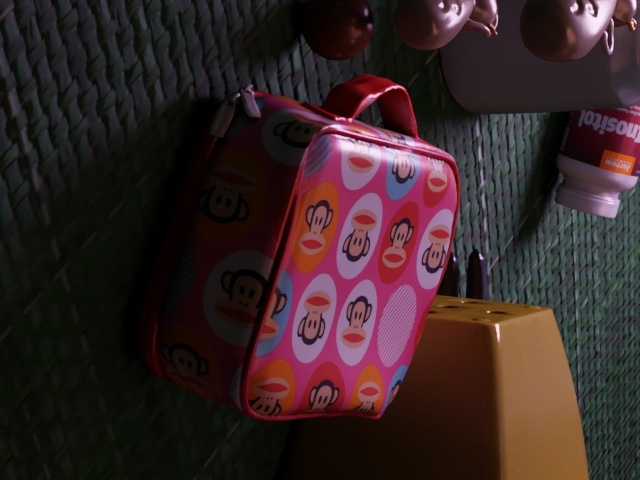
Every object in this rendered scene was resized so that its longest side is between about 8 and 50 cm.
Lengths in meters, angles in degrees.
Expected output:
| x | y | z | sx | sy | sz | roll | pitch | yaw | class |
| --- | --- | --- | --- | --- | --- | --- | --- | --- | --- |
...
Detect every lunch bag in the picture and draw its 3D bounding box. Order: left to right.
| x | y | z | sx | sy | sz | roll | pitch | yaw | class |
| --- | --- | --- | --- | --- | --- | --- | --- | --- | --- |
| 0.000 | 0.000 | 1.468 | 0.293 | 0.120 | 0.258 | 13 | 95 | -64 | lunch bag |

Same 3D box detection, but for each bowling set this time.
| x | y | z | sx | sy | sz | roll | pitch | yaw | class |
| --- | --- | --- | --- | --- | --- | --- | --- | --- | --- |
| 0.077 | -0.224 | 1.459 | 0.287 | 0.200 | 0.154 | 60 | 32 | -2 | bowling set |

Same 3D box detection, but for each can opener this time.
| x | y | z | sx | sy | sz | roll | pitch | yaw | class |
| --- | --- | --- | --- | --- | --- | --- | --- | --- | --- |
| 0.132 | 0.087 | 1.878 | 0.059 | 0.073 | 0.186 | -17 | 129 | -12 | can opener |

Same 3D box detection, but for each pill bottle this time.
| x | y | z | sx | sy | sz | roll | pitch | yaw | class |
| --- | --- | --- | --- | --- | --- | --- | --- | --- | --- |
| 0.288 | -0.103 | 1.999 | 0.086 | 0.086 | 0.152 | -2 | 109 | -63 | pill bottle |

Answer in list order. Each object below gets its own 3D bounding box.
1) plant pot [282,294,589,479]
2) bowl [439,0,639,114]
| x | y | z | sx | sy | sz | roll | pitch | yaw | class |
| --- | --- | --- | --- | --- | --- | --- | --- | --- | --- |
| 0.104 | 0.148 | 1.701 | 0.212 | 0.212 | 0.187 | -9 | 103 | -61 | plant pot |
| 0.248 | -0.239 | 1.741 | 0.311 | 0.163 | 0.311 | -44 | 144 | -45 | bowl |
